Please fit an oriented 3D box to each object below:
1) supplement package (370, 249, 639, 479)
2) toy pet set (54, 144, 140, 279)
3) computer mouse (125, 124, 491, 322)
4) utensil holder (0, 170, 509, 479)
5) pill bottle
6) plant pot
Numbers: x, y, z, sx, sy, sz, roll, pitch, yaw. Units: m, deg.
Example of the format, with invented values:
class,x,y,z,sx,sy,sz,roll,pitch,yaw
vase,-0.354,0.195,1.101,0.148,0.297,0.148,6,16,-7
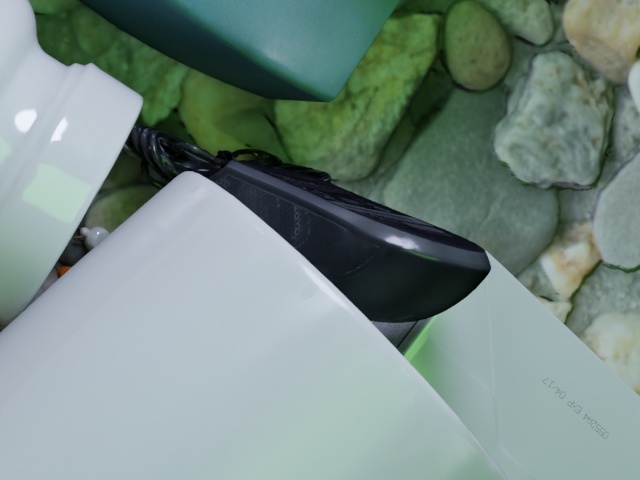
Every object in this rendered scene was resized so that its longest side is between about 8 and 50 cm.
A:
class,x,y,z,sx,sy,sz,roll,pitch,yaw
supplement package,0.120,0.163,1.375,0.262,0.145,0.204,42,77,-17
toy pet set,-0.176,-0.035,1.308,0.122,0.065,0.114,-60,145,-8
computer mouse,0.000,0.000,1.247,0.188,0.272,0.072,13,99,-44
utensil holder,-0.114,0.198,1.090,0.385,0.327,0.327,-43,106,-8
pill bottle,-0.306,-0.110,1.132,0.363,0.210,0.210,31,80,-10
plant pot,-0.068,-0.208,1.287,0.234,0.165,0.165,38,77,-27
